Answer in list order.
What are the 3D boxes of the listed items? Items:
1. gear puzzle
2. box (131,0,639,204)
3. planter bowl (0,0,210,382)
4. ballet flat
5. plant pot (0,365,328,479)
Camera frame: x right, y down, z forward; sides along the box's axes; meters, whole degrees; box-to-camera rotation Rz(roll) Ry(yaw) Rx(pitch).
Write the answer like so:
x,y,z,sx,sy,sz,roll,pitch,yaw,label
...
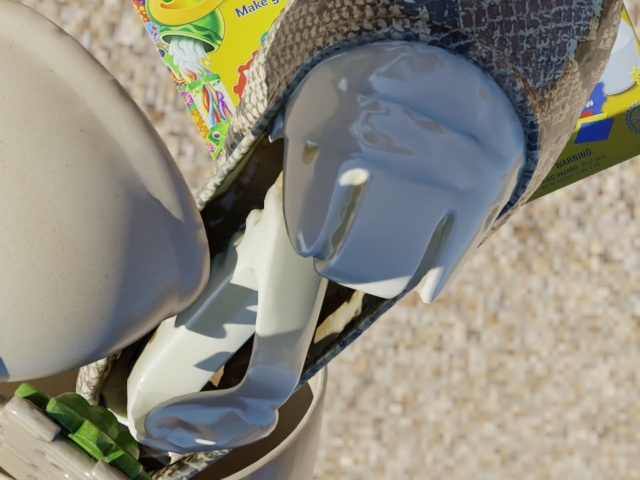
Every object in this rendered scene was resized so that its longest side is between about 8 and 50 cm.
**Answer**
x,y,z,sx,sy,sz,roll,pitch,yaw,label
-0.093,0.125,1.002,0.339,0.044,0.175,38,161,1,gear puzzle
0.046,-0.159,1.366,0.290,0.177,0.279,-24,118,6,box
-0.141,-0.005,0.822,0.162,0.109,0.162,36,150,25,planter bowl
0.000,0.000,1.040,0.164,0.182,0.483,29,135,-12,ballet flat
-0.118,0.197,1.402,0.256,0.256,0.274,2,126,6,plant pot
